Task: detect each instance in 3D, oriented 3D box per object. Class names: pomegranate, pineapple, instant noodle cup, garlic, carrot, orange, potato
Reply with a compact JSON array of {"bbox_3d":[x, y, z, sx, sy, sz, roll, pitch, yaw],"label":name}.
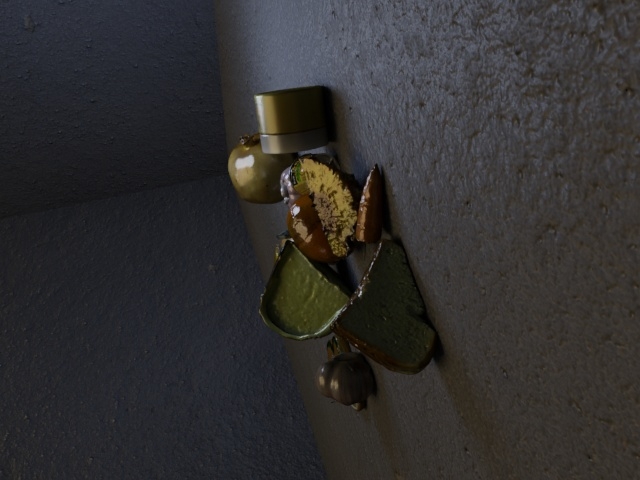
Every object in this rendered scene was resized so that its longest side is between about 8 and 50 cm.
[{"bbox_3d":[-0.246,-0.310,2.133,0.319,0.319,0.319,166,90,-76],"label":"pomegranate"},{"bbox_3d":[0.085,-0.103,1.445,0.161,0.158,0.335,-20,88,36],"label":"pineapple"},{"bbox_3d":[-0.012,-0.214,1.645,0.122,0.151,0.151,3,106,65],"label":"instant noodle cup"},{"bbox_3d":[0.086,0.505,1.877,0.257,0.207,0.207,111,142,-62],"label":"garlic"},{"bbox_3d":[0.136,-0.098,1.323,0.072,0.072,0.205,-136,50,-64],"label":"carrot"},{"bbox_3d":[-0.003,-0.035,1.608,0.240,0.171,0.240,46,-166,-15],"label":"orange"},{"bbox_3d":[-0.057,0.208,1.816,0.330,0.280,0.213,40,-176,12],"label":"potato"}]

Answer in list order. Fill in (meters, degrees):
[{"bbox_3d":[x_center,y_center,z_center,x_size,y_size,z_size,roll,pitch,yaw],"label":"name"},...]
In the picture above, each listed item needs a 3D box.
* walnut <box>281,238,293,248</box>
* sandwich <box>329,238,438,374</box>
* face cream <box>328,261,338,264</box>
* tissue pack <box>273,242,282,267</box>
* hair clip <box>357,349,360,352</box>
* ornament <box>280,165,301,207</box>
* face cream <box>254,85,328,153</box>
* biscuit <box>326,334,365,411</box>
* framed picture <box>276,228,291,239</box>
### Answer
[{"bbox_3d":[-0.095,0.022,2.169,0.180,0.144,0.144,-153,51,-66],"label":"walnut"},{"bbox_3d":[0.191,0.168,1.269,0.254,0.288,0.100,27,160,8],"label":"sandwich"},{"bbox_3d":[0.000,0.000,1.909,0.283,0.073,0.073,-130,29,-59],"label":"face cream"},{"bbox_3d":[-0.154,0.145,2.500,0.271,0.134,0.192,104,150,-60],"label":"tissue pack"},{"bbox_3d":[0.146,0.285,1.634,0.159,0.071,0.218,54,160,43],"label":"hair clip"},{"bbox_3d":[-0.073,-0.188,1.838,0.177,0.177,0.178,166,90,-76],"label":"ornament"},{"bbox_3d":[-0.090,-0.384,1.608,0.218,0.218,0.179,-139,39,-66],"label":"face cream"},{"bbox_3d":[0.091,0.513,2.069,0.344,0.057,0.287,-133,32,-62],"label":"biscuit"},{"bbox_3d":[-0.065,-0.056,1.891,0.023,0.189,0.260,60,168,-6],"label":"framed picture"}]
